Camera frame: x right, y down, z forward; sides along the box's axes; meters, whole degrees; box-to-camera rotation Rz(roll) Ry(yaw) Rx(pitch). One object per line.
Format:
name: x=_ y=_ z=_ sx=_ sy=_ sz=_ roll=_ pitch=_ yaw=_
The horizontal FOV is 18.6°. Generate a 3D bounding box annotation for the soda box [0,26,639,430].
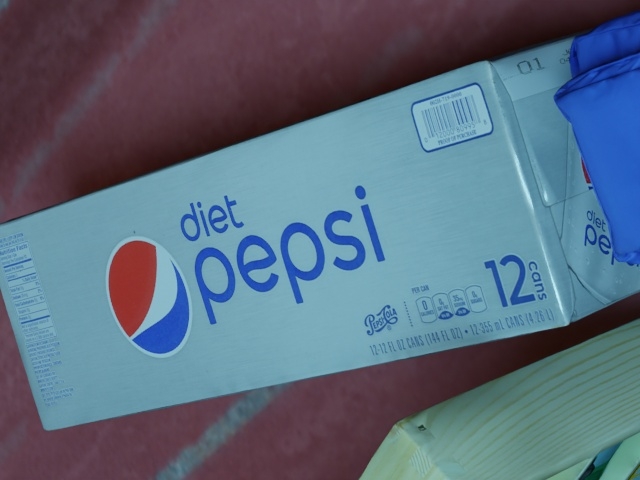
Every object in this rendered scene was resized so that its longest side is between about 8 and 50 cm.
soda box: x=0.000 y=0.000 z=0.735 sx=0.286 sy=0.098 sz=0.091 roll=-15 pitch=93 yaw=46

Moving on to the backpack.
backpack: x=0.142 y=-0.039 z=0.587 sx=0.120 sy=0.101 sz=0.098 roll=-21 pitch=94 yaw=42

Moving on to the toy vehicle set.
toy vehicle set: x=0.036 y=0.139 z=0.695 sx=0.035 sy=0.166 sz=0.267 roll=48 pitch=131 yaw=23
